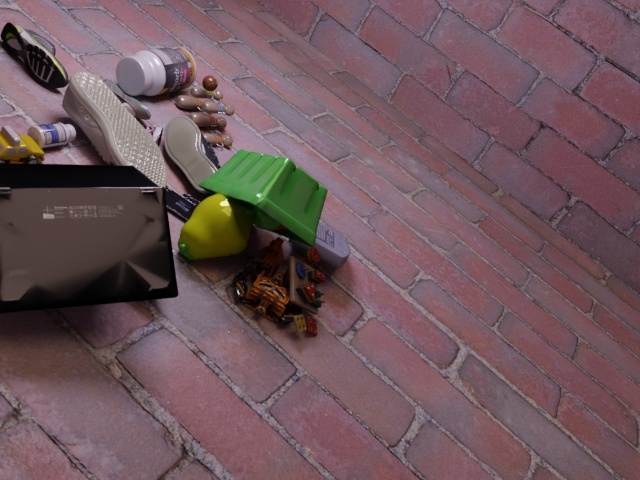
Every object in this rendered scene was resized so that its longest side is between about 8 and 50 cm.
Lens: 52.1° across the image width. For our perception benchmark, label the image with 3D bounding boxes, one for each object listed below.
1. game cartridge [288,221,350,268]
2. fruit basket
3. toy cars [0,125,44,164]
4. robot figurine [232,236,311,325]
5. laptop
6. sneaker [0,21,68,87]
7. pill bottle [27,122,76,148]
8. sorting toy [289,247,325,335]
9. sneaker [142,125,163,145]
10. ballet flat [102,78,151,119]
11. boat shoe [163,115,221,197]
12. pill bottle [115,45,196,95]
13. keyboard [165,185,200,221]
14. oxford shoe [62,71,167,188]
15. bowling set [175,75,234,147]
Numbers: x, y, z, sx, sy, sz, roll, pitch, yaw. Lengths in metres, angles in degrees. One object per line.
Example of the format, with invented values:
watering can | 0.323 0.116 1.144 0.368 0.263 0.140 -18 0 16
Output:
game cartridge | 0.000 0.000 2.053 0.196 0.060 0.294 26 13 -5
fruit basket | -0.211 -0.063 1.840 0.283 0.392 0.392 36 25 -35
toy cars | -0.910 -0.279 1.678 0.394 0.087 0.176 18 34 -23
robot figurine | -0.124 0.112 1.835 0.211 0.085 0.291 29 32 -3
laptop | -0.565 -0.029 1.490 0.382 0.236 0.407 -3 75 -30
sneaker | -0.896 -0.599 2.115 0.300 0.111 0.121 46 30 16
pill bottle | -0.759 -0.299 1.856 0.067 0.067 0.120 42 33 15
sorting toy | -0.031 0.129 1.797 0.132 0.046 0.274 36 45 -52
sneaker | -0.553 -0.311 2.071 0.077 0.071 0.178 13 27 -9
ballet flat | -0.659 -0.454 2.175 0.213 0.072 0.068 39 60 11
boat shoe | -0.393 -0.259 2.091 0.340 0.127 0.113 51 -3 30
pill bottle | -0.584 -0.602 2.338 0.162 0.162 0.278 39 33 9
keyboard | -0.404 -0.102 1.943 0.180 0.023 0.108 34 38 1
oxford shoe | -0.610 -0.298 1.940 0.449 0.130 0.169 51 30 9
bowling set | -0.372 -0.479 2.330 0.154 0.199 0.287 -2 49 -44
